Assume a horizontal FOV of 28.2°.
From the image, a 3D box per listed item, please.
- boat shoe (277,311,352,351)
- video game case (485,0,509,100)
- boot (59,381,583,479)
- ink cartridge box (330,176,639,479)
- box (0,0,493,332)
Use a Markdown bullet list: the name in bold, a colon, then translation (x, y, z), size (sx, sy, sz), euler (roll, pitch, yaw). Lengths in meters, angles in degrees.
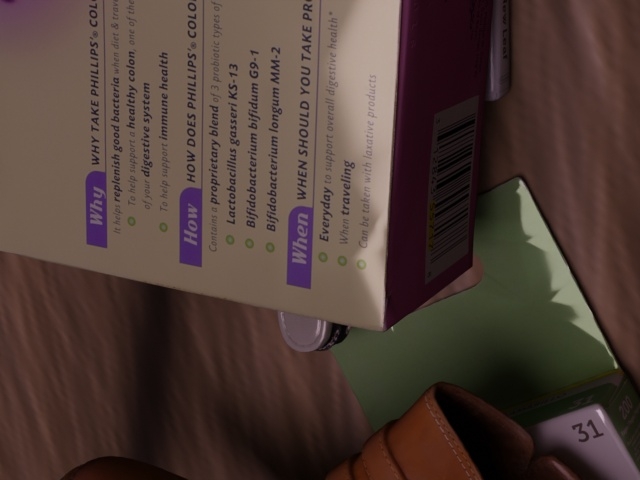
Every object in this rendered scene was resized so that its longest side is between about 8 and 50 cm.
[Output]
- **boat shoe**: translation (0.000, 0.000, 0.723), size (0.046, 0.038, 0.125), euler (-4, 89, 33)
- **video game case**: translation (-0.004, -0.175, 0.670), size (0.212, 0.023, 0.193), euler (7, 111, 27)
- **boot**: translation (0.003, 0.155, 0.671), size (0.283, 0.109, 0.220), euler (37, 126, 10)
- **ink cartridge box**: translation (0.091, 0.106, 0.706), size (0.171, 0.056, 0.235), euler (-26, 97, 34)
- **box**: translation (-0.047, -0.092, 0.633), size (0.243, 0.117, 0.214), euler (10, 109, 25)
